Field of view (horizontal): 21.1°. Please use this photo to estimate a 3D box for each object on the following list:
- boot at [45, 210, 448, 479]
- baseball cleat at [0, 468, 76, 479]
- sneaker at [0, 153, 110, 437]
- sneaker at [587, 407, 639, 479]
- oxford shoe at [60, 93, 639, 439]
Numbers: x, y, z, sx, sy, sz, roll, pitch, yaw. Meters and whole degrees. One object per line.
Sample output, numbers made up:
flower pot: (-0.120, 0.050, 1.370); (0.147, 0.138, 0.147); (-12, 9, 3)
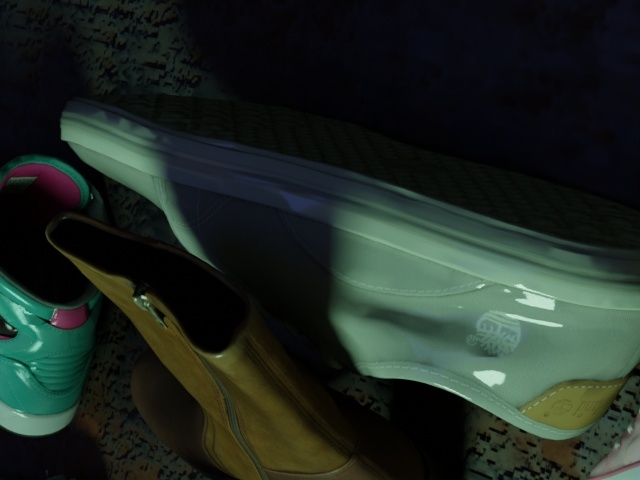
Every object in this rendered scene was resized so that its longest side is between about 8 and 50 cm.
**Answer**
boot: (-0.078, 0.073, 0.997); (0.264, 0.280, 0.096); (32, 81, 41)
baseball cleat: (-0.242, 0.238, 1.349); (0.206, 0.072, 0.109); (-11, 92, 51)
sneaker: (-0.257, -0.014, 1.297); (0.295, 0.124, 0.178); (50, 133, 23)
sneaker: (0.186, 0.084, 0.882); (0.134, 0.051, 0.070); (-34, 68, 40)
oxford shoe: (0.000, 0.000, 0.998); (0.449, 0.169, 0.130); (22, 111, 39)
